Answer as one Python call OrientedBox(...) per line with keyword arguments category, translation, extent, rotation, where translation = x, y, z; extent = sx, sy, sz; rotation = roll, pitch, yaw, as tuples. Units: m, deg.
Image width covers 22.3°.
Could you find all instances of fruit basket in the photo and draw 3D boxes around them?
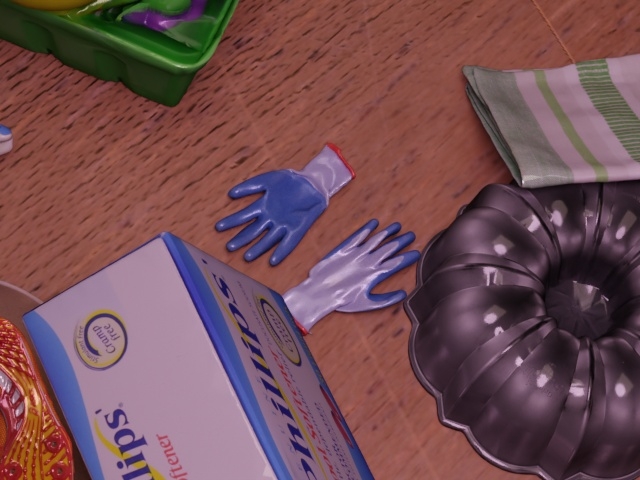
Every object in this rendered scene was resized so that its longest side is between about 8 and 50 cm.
OrientedBox(category="fruit basket", translation=(-0.239, -0.315, 1.554), extent=(0.392, 0.392, 0.283), rotation=(22, 65, 4))

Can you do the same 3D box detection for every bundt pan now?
OrientedBox(category="bundt pan", translation=(0.252, 0.064, 1.568), extent=(0.330, 0.124, 0.331), rotation=(3, 64, -6))

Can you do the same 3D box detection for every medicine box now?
OrientedBox(category="medicine box", translation=(-0.084, 0.164, 1.374), extent=(0.149, 0.289, 0.264), rotation=(-31, 70, 9))

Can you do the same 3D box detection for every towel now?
OrientedBox(category="towel", translation=(0.327, -0.132, 1.647), extent=(0.324, 0.038, 0.248), rotation=(-5, 31, -9))

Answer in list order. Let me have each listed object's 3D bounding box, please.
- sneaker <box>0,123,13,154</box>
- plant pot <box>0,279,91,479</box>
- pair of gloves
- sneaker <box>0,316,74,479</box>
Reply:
OrientedBox(category="sneaker", translation=(-0.358, -0.038, 1.565), extent=(0.081, 0.080, 0.211), rotation=(11, 65, 2))
OrientedBox(category="plant pot", translation=(-0.311, 0.199, 1.381), extent=(0.191, 0.284, 0.284), rotation=(-28, 66, 20))
OrientedBox(category="pair of gloves", translation=(0.000, 0.000, 1.615), extent=(0.159, 0.023, 0.198), rotation=(-36, 72, -14))
OrientedBox(category="sneaker", translation=(-0.231, 0.142, 1.284), extent=(0.064, 0.067, 0.175), rotation=(-14, 83, -4))
